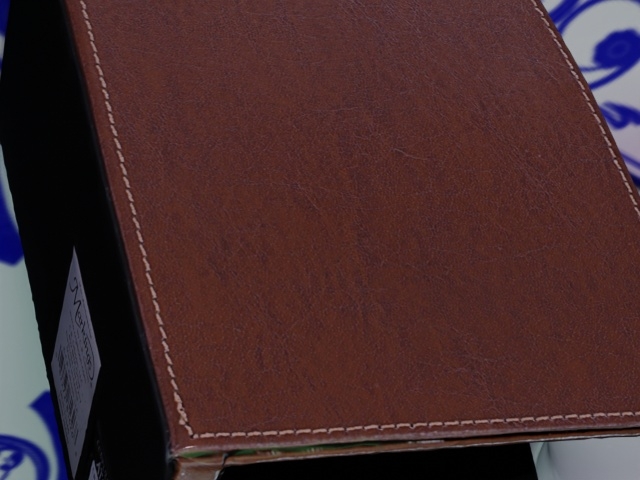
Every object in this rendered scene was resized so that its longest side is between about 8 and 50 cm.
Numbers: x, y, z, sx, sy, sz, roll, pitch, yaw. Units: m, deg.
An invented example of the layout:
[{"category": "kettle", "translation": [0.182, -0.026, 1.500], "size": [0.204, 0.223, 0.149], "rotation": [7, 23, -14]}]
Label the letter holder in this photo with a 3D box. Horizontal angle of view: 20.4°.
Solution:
[{"category": "letter holder", "translation": [0.000, 0.000, 0.727], "size": [0.214, 0.301, 0.152], "rotation": [-3, 139, -19]}]

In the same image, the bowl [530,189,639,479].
[{"category": "bowl", "translation": [0.236, 0.048, 1.015], "size": [0.298, 0.134, 0.298], "rotation": [-12, 142, -9]}]
